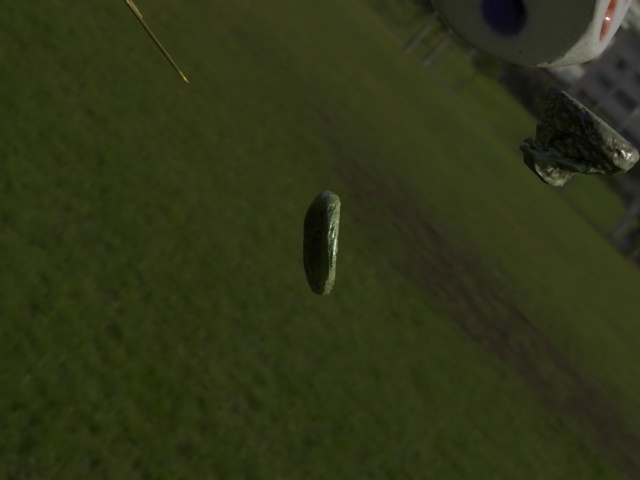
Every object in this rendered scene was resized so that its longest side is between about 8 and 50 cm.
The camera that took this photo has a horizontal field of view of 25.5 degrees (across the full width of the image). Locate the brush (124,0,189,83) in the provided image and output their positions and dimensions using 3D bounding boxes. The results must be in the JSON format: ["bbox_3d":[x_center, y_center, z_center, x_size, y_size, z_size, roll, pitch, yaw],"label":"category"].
[{"bbox_3d":[-0.222,-0.273,1.817,0.205,0.011,0.083,54,-1,24],"label":"brush"}]

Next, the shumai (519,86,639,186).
[{"bbox_3d":[0.257,-0.094,1.452,0.099,0.087,0.124,31,12,-38],"label":"shumai"}]

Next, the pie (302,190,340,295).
[{"bbox_3d":[0.000,0.001,1.083,0.021,0.084,0.084,3,22,-12],"label":"pie"}]

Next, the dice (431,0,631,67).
[{"bbox_3d":[0.277,-0.385,1.739,0.243,0.251,0.259,22,44,20],"label":"dice"}]
